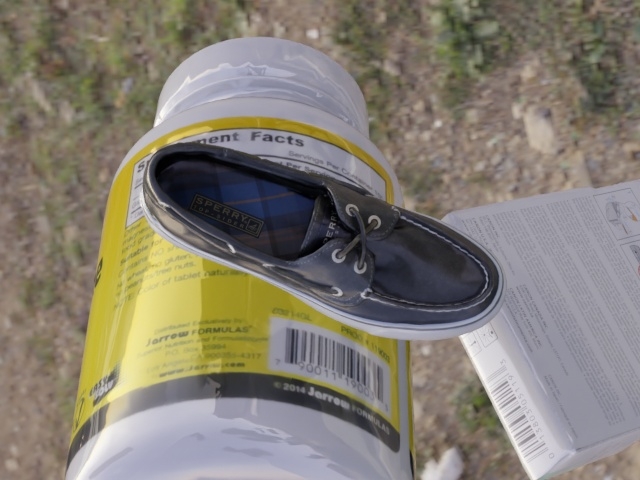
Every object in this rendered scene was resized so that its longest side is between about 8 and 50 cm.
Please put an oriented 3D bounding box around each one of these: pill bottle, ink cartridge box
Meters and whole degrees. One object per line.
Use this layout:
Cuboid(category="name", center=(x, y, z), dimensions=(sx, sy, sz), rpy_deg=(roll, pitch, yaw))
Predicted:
Cuboid(category="pill bottle", center=(-0.041, 0.039, 0.877), dimensions=(0.188, 0.188, 0.333), rpy_deg=(-37, 35, 33))
Cuboid(category="ink cartridge box", center=(0.194, 0.052, 1.031), dimensions=(0.056, 0.225, 0.181), rpy_deg=(-45, 64, 44))

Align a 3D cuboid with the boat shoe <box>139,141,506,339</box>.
Cuboid(category="boat shoe", center=(0.000, 0.000, 0.543), dimensions=(0.142, 0.040, 0.049), rpy_deg=(17, 76, 3))
